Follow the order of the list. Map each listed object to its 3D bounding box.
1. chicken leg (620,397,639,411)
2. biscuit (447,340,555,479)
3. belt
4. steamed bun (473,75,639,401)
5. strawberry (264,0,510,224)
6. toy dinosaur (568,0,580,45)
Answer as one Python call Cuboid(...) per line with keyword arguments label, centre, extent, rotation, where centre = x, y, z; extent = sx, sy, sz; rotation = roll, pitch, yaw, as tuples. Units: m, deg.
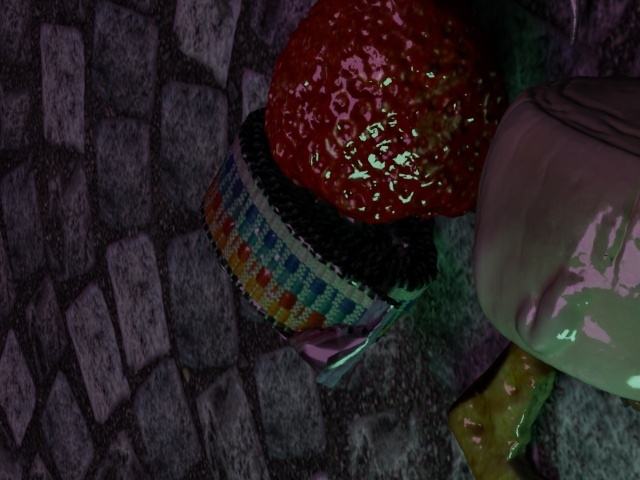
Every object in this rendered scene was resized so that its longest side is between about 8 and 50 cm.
Cuboid(label="chicken leg", centre=(0.325, 0.167, 1.495), extent=(0.196, 0.080, 0.125), rotation=(58, 154, 36))
Cuboid(label="biscuit", centre=(0.202, 0.207, 1.736), extent=(0.174, 0.039, 0.183), rotation=(-49, 54, 47))
Cuboid(label="belt", centre=(0.000, 0.000, 1.879), extent=(0.295, 0.207, 0.160), rotation=(51, 133, 21))
Cuboid(label="steamed bun", centre=(0.260, -0.005, 1.422), extent=(0.383, 0.236, 0.247), rotation=(34, 122, 51))
Cuboid(label="strawberry", centre=(0.068, -0.158, 1.699), extent=(0.257, 0.257, 0.277), rotation=(49, 145, 43))
Cuboid(label="toy dinosaur", centre=(0.231, -0.291, 1.620), extent=(0.106, 0.044, 0.187), rotation=(-122, 26, -57))
